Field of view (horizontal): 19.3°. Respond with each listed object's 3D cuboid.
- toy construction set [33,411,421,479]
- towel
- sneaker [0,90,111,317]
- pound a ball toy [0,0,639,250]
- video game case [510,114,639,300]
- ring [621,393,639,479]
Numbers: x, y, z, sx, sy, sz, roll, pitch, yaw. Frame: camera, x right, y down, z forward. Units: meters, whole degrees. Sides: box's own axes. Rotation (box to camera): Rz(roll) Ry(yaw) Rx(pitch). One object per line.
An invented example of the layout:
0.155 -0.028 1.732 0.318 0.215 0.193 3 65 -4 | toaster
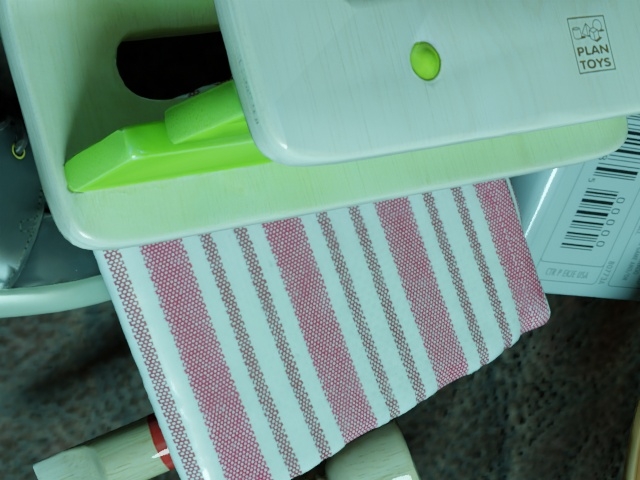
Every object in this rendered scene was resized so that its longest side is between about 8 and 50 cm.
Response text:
-0.041 0.206 0.799 0.237 0.257 0.309 -22 110 0 | toy construction set
0.000 0.000 0.698 0.197 0.029 0.144 -27 101 -39 | towel
-0.125 -0.041 0.643 0.222 0.083 0.118 -9 120 -29 | sneaker
0.081 -0.103 0.624 0.319 0.208 0.135 -12 85 -38 | pound a ball toy
0.247 -0.113 0.846 0.300 0.036 0.329 6 117 -34 | video game case
0.266 0.143 0.855 0.336 0.032 0.336 6 79 -33 | ring
